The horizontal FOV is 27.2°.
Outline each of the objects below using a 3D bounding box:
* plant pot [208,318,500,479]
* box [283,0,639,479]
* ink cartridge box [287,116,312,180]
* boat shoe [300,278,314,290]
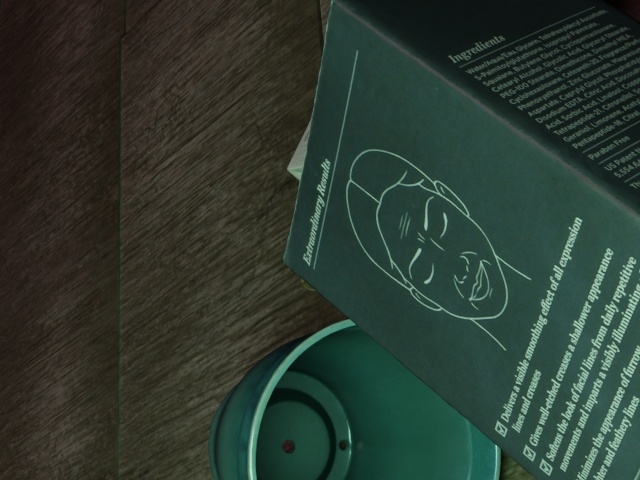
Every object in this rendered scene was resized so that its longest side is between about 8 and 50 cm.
[{"bbox_3d":[0.007,0.218,1.390,0.255,0.272,0.271,-12,63,66],"label":"plant pot"},{"bbox_3d":[0.188,-0.014,1.092,0.395,0.212,0.293,40,139,28],"label":"box"},{"bbox_3d":[0.051,-0.155,1.639,0.115,0.067,0.198,-6,52,50],"label":"ink cartridge box"},{"bbox_3d":[0.021,0.051,1.614,0.135,0.050,0.045,-13,58,49],"label":"boat shoe"}]
